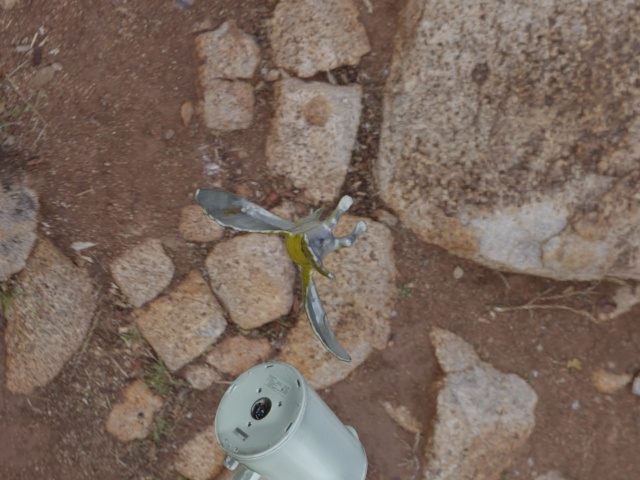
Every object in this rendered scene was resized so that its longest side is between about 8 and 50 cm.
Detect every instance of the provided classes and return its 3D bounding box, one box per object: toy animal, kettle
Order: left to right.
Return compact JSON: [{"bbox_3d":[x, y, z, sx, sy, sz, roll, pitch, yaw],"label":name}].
[{"bbox_3d":[-0.057,0.439,1.345,0.318,0.205,0.265,56,34,-42],"label":"kettle"},{"bbox_3d":[0.000,0.000,0.621,0.219,0.095,0.155,56,39,-15],"label":"toy animal"}]
